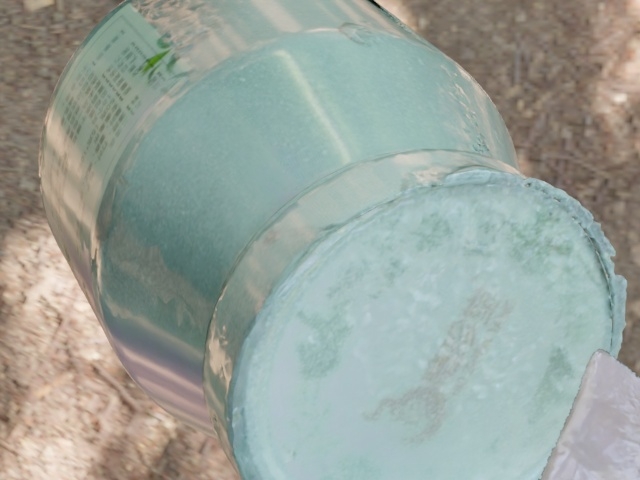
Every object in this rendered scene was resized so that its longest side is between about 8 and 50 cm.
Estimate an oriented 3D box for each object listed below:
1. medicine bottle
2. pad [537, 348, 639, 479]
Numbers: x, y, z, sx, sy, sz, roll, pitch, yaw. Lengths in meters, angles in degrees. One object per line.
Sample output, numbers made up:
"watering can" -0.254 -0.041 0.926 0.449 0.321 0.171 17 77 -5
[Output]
"medicine bottle" 0.000 0.000 0.765 0.245 0.290 0.245 -10 117 -20
"pad" 0.080 0.138 0.408 0.113 0.006 0.187 34 71 -17
